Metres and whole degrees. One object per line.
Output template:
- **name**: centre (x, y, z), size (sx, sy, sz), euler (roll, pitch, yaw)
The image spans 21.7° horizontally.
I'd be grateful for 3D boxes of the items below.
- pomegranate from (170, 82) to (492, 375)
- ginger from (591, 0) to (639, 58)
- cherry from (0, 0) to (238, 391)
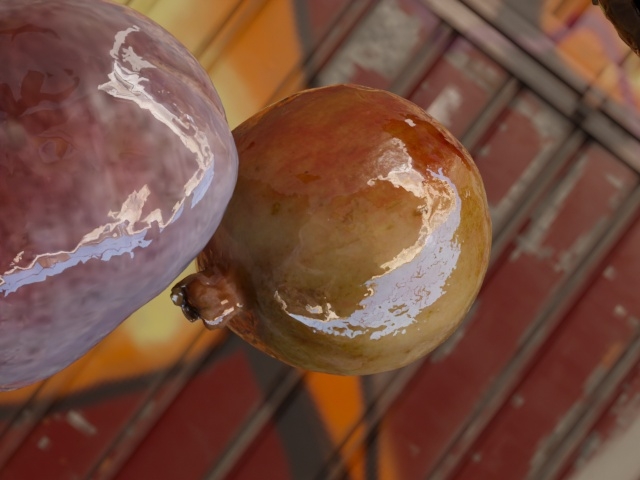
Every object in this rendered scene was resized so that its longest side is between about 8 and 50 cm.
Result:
- **pomegranate**: centre (0.000, 0.000, 1.385), size (0.270, 0.252, 0.229), euler (-27, 126, -33)
- **ginger**: centre (0.305, -0.301, 1.598), size (0.172, 0.321, 0.165), euler (-45, -172, -31)
- **cherry**: centre (-0.220, -0.040, 1.209), size (0.334, 0.291, 0.326), euler (-21, 175, 5)
